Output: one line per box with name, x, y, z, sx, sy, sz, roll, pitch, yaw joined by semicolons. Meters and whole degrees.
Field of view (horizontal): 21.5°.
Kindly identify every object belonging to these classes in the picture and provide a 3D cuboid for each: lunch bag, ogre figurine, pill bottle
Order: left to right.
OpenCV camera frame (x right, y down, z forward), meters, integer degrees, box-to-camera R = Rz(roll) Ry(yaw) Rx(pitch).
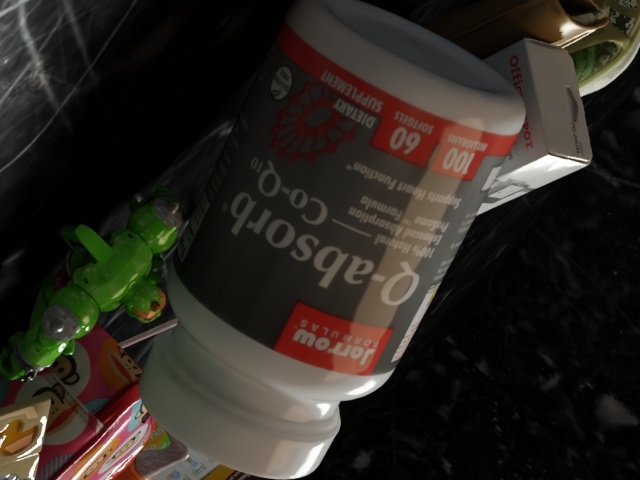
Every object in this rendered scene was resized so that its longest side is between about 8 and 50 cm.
lunch bag;-0.281;0.214;1.510;0.293;0.120;0.258;-41;172;-18
ogre figurine;-0.172;0.029;1.321;0.197;0.097;0.118;-27;-178;-19
pill bottle;0.000;0.000;1.384;0.363;0.210;0.210;-64;165;17

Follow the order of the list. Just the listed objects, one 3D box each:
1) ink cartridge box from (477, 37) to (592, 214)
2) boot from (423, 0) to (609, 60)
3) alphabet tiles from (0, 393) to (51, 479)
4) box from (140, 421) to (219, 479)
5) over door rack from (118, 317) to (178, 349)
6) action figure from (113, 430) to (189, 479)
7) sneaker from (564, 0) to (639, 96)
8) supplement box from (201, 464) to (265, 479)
ink cartridge box;0.147;-0.093;1.445;0.063;0.109;0.150;10;154;-44
boot;0.149;-0.175;1.555;0.269;0.089;0.236;-23;-177;32
alphabet tiles;-0.339;0.239;1.265;0.285;0.011;0.342;-16;135;-40
box;-0.224;0.306;2.097;0.114;0.103;0.203;-54;168;33
over door rack;-0.062;0.052;1.671;0.324;0.108;0.239;-37;157;28
action figure;-0.290;0.359;1.814;0.341;0.178;0.330;-42;164;-52
sneaker;0.253;-0.241;1.943;0.410;0.158;0.182;-48;153;-22
supplement box;-0.106;0.407;2.112;0.129;0.194;0.191;-39;168;-38
